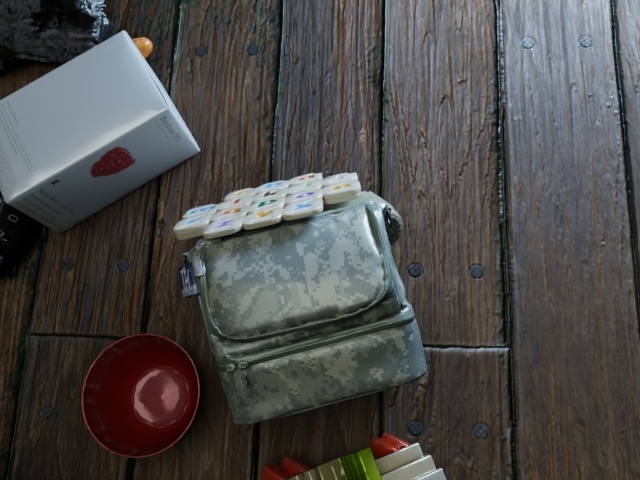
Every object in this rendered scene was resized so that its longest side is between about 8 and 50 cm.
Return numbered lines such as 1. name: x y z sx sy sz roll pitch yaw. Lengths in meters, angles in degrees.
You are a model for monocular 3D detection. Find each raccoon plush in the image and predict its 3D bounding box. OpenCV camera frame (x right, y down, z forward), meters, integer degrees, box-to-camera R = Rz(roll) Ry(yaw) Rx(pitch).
1. raccoon plush: -0.576 -0.498 1.206 0.446 0.216 0.299 -11 66 3

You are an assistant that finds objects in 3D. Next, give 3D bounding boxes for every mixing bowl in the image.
1. mixing bowl: -0.263 0.241 1.009 0.181 0.098 0.181 -2 73 6

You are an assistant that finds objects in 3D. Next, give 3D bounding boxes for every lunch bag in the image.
1. lunch bag: -0.023 0.092 0.934 0.305 0.212 0.256 -14 94 2

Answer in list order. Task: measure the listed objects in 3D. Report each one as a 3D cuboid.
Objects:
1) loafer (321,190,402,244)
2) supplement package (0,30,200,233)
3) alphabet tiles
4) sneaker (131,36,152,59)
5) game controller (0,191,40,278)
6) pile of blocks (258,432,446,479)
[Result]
1. loafer: 0.000 0.000 1.055 0.268 0.102 0.092 -19 40 7
2. supplement package: -0.388 -0.176 1.098 0.293 0.177 0.175 -31 73 -3
3. alphabet tiles: -0.078 -0.055 1.002 0.284 0.278 0.021 -13 106 3
4. sneaker: -0.373 -0.304 1.196 0.175 0.064 0.067 -39 71 6
5. game controller: -0.646 -0.065 1.093 0.319 0.067 0.166 30 79 -16
6. pile of blocks: -0.011 0.355 0.925 0.362 0.149 0.113 -22 74 0
